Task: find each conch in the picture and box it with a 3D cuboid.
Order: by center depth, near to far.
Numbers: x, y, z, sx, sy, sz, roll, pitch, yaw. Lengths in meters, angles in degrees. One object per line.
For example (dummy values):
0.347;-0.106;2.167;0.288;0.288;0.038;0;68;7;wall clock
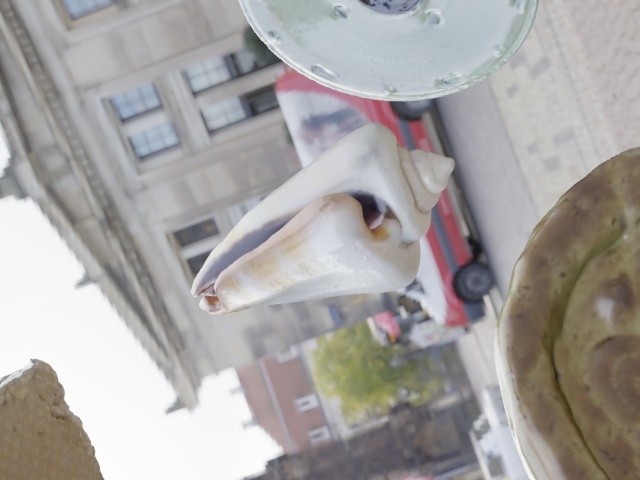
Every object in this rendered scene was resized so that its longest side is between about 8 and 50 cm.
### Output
-0.004;-0.008;0.711;0.104;0.176;0.094;-92;-14;-47;conch

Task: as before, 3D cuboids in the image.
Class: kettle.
0.074;-0.377;1.060;0.361;0.250;0.376;77;-160;-49;kettle

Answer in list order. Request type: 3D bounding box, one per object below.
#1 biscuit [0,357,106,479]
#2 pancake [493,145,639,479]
-0.297;0.221;0.852;0.144;0.078;0.426;68;-155;-8;biscuit
0.195;0.051;0.513;0.031;0.250;0.250;85;170;-50;pancake
